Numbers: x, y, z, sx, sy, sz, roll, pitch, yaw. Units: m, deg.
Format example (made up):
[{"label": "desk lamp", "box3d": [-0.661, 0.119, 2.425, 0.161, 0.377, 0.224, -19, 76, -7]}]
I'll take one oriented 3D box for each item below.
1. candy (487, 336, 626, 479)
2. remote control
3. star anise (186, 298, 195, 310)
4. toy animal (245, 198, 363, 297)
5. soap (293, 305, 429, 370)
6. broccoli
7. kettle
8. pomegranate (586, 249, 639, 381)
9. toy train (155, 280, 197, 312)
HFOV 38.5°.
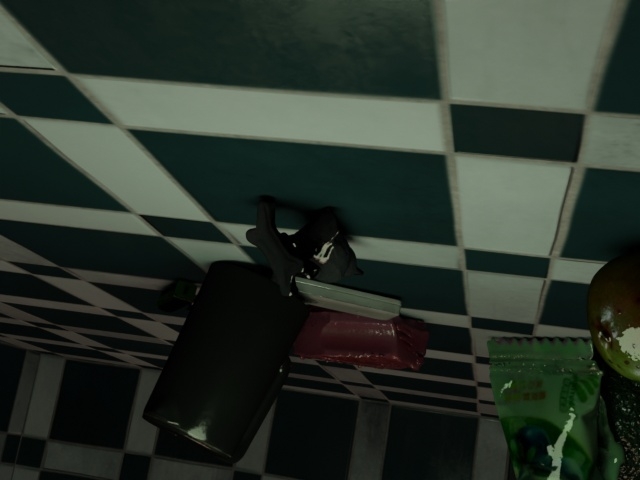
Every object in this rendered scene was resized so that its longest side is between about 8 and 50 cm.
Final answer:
[{"label": "candy", "box3d": [0.473, 0.392, 1.867, 0.263, 0.398, 0.172, -10, -178, 35]}, {"label": "remote control", "box3d": [0.022, 0.107, 1.715, 0.250, 0.034, 0.103, 13, 165, -9]}, {"label": "star anise", "box3d": [-0.201, 0.138, 1.908, 0.168, 0.057, 0.168, 1, 180, 0]}, {"label": "toy animal", "box3d": [0.004, -0.002, 1.273, 0.117, 0.121, 0.210, -50, 155, 22]}, {"label": "soap", "box3d": [0.082, 0.204, 1.916, 0.289, 0.112, 0.182, 3, 167, 17]}, {"label": "broccoli", "box3d": [0.661, 0.390, 2.019, 0.297, 0.297, 0.297, 2, -175, 25]}, {"label": "kettle", "box3d": [-0.173, 0.228, 1.675, 0.203, 0.308, 0.262, 24, 163, 7]}, {"label": "pomegranate", "box3d": [0.442, 0.087, 1.155, 0.210, 0.180, 0.180, -17, 175, -21]}, {"label": "toy train", "box3d": [-0.311, 0.119, 1.956, 0.044, 0.042, 0.209, 21, 163, -17]}]
